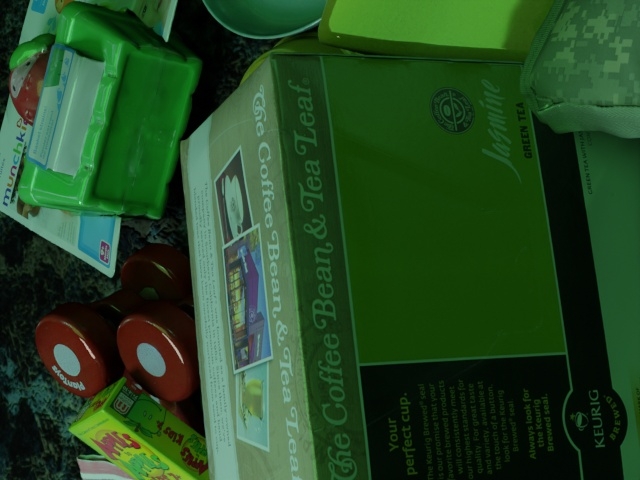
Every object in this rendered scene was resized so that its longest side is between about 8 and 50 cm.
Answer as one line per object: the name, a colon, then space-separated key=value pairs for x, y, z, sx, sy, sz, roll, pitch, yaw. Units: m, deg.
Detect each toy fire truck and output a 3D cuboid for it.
toy fire truck: x=-0.131 y=0.148 z=1.363 sx=0.302 sy=0.169 sz=0.253 roll=-2 pitch=116 yaw=40

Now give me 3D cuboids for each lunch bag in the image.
lunch bag: x=0.298 y=-0.170 z=0.909 sx=0.287 sy=0.169 sz=0.235 roll=-52 pitch=31 yaw=-15

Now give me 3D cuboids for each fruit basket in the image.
fruit basket: x=-0.298 y=-0.160 z=1.539 sx=0.353 sy=0.165 sz=0.327 roll=24 pitch=101 yaw=44

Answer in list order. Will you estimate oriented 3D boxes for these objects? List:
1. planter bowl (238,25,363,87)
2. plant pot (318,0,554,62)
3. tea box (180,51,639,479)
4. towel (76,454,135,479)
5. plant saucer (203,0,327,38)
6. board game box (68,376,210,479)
planter bowl: x=-0.022 y=-0.131 z=1.335 sx=0.217 sy=0.090 sz=0.217 roll=-5 pitch=83 yaw=42
plant pot: x=0.153 y=-0.233 z=1.124 sx=0.187 sy=0.212 sz=0.212 roll=22 pitch=100 yaw=29
tea box: x=0.083 y=0.047 z=1.030 sx=0.220 sy=0.324 sz=0.328 roll=150 pitch=117 yaw=-62
towel: x=-0.198 y=0.330 z=1.440 sx=0.144 sy=0.029 sz=0.197 roll=-1 pitch=106 yaw=43
plant saucer: x=-0.011 y=-0.354 z=1.362 sx=0.318 sy=0.044 sz=0.317 roll=-14 pitch=68 yaw=40
board game box: x=-0.150 y=0.214 z=1.299 sx=0.092 sy=0.181 sz=0.043 roll=-32 pitch=23 yaw=54
